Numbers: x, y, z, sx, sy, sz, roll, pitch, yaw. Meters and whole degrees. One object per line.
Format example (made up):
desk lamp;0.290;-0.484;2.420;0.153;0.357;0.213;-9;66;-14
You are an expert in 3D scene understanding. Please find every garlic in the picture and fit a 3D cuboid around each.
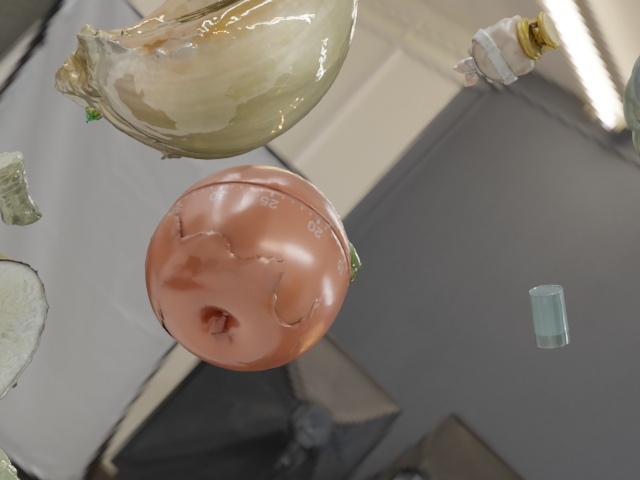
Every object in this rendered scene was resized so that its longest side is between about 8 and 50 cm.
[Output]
garlic;-0.085;-0.195;1.372;0.249;0.313;0.286;57;-21;16

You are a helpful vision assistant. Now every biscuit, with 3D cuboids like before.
biscuit;-0.267;-0.186;1.814;0.016;0.089;0.046;53;8;-46

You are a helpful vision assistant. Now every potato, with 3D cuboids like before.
potato;-0.613;0.143;2.310;0.196;0.299;0.246;14;-44;45

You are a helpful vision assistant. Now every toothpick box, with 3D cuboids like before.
toothpick box;0.338;0.112;2.080;0.052;0.052;0.083;-150;-132;-67

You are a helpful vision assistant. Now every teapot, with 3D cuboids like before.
teapot;-0.357;-0.055;1.611;0.057;0.067;0.083;-68;144;-56

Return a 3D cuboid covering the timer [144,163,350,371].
timer;-0.082;0.032;1.609;0.229;0.229;0.215;45;37;-14

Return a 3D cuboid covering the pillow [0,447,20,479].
pillow;-0.460;0.219;1.416;0.281;0.076;0.274;-10;38;-37

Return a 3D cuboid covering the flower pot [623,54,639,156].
flower pot;0.547;-0.189;1.962;0.195;0.246;0.246;40;-2;-43

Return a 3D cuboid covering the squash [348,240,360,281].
squash;0.000;0.000;2.302;0.077;0.068;0.219;-2;34;-36

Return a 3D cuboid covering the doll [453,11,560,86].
doll;0.219;-0.229;1.677;0.073;0.127;0.084;53;31;-25
